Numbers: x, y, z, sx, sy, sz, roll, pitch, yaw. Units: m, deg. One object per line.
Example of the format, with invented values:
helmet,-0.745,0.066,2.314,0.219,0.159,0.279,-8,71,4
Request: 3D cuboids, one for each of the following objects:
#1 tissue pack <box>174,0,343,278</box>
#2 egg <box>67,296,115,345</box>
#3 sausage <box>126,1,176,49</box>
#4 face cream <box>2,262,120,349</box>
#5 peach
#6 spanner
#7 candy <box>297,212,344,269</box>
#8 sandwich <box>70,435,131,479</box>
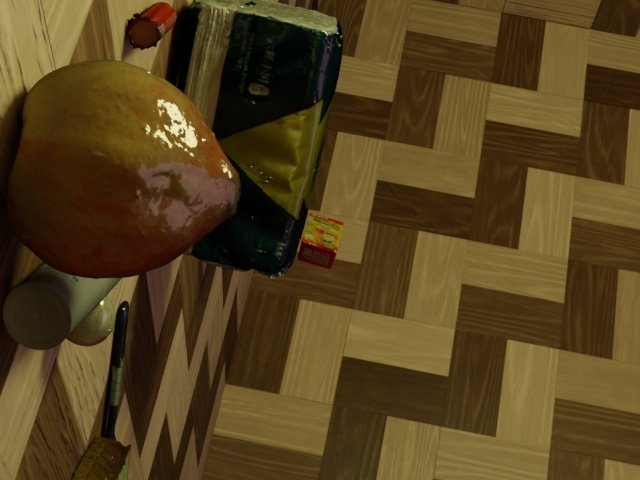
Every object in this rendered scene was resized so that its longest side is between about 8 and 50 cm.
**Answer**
tissue pack,-0.119,-0.178,1.955,0.264,0.253,0.416,-73,176,-74
egg,-0.286,0.095,1.458,0.083,0.071,0.071,104,-2,-77
sausage,-0.221,-0.292,1.582,0.048,0.050,0.145,-51,-170,21
face cream,-0.277,0.046,1.338,0.250,0.077,0.077,-69,170,-75
peach,-0.190,-0.066,1.173,0.232,0.233,0.232,11,90,-87
spanner,-0.322,0.242,1.863,0.087,0.024,0.315,-76,175,-74
candy,0.000,0.000,1.993,0.122,0.062,0.038,-76,-178,-64
sandwich,-0.339,0.424,1.767,0.186,0.065,0.214,-71,172,-69
